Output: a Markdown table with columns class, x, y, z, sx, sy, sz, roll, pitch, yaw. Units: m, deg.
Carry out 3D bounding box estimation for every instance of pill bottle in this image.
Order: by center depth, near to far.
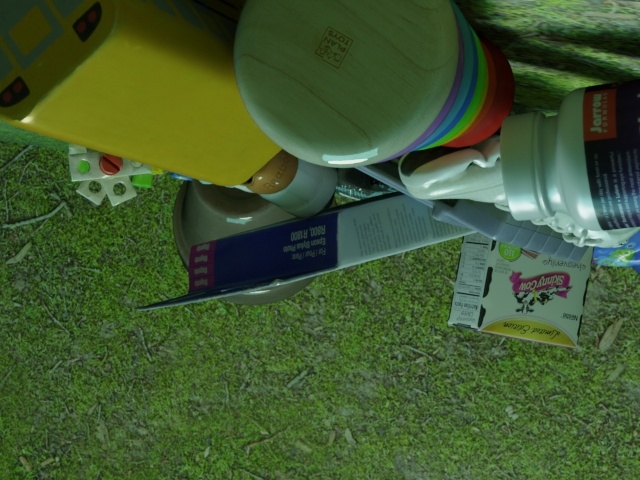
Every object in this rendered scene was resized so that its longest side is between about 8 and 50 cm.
| class | x | y | z | sx | sy | sz | roll | pitch | yaw |
| --- | --- | --- | --- | --- | --- | --- | --- | --- | --- |
| pill bottle | 0.234 | -0.064 | 1.137 | 0.193 | 0.108 | 0.108 | -6 | 173 | 18 |

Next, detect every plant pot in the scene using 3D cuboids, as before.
| class | x | y | z | sx | sy | sz | roll | pitch | yaw |
| --- | --- | --- | --- | --- | --- | --- | --- | --- | --- |
| plant pot | -0.109 | -0.059 | 2.357 | 0.263 | 0.263 | 0.229 | 10 | 161 | 9 |

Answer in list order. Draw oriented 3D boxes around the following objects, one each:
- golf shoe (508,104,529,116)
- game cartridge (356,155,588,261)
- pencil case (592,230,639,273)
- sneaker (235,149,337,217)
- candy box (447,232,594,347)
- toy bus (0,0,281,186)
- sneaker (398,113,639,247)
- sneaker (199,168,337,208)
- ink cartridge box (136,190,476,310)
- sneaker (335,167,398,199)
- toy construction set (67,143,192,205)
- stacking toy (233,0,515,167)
| class | x | y | z | sx | sy | sz | roll | pitch | yaw |
| --- | --- | --- | --- | --- | --- | --- | --- | --- | --- |
| golf shoe | 0.148 | -0.118 | 1.557 | 0.176 | 0.069 | 0.086 | 21 | -176 | -39 |
| game cartridge | 0.076 | -0.079 | 1.513 | 0.355 | 0.068 | 0.230 | 29 | -176 | 29 |
| pencil case | 0.331 | -0.035 | 2.092 | 0.306 | 0.119 | 0.133 | 11 | 168 | -17 |
| sneaker | -0.110 | -0.124 | 1.651 | 0.290 | 0.106 | 0.123 | 29 | -177 | 42 |
| candy box | 0.257 | 0.006 | 1.928 | 0.159 | 0.233 | 0.071 | 11 | 179 | -30 |
| toy bus | -0.104 | -0.121 | 1.026 | 0.130 | 0.108 | 0.333 | 54 | -164 | 20 |
| sneaker | 0.205 | -0.046 | 1.285 | 0.292 | 0.118 | 0.110 | -5 | -165 | -19 |
| sneaker | -0.078 | -0.112 | 1.874 | 0.208 | 0.127 | 0.319 | 9 | 178 | 0 |
| ink cartridge box | 0.000 | 0.000 | 1.736 | 0.330 | 0.071 | 0.324 | -12 | 180 | -34 |
| sneaker | 0.122 | -0.092 | 2.230 | 0.234 | 0.078 | 0.106 | 6 | 176 | 0 |
| toy construction set | -0.256 | -0.135 | 2.095 | 0.215 | 0.151 | 0.328 | 11 | -171 | -14 |
| stacking toy | 0.059 | -0.117 | 1.079 | 0.141 | 0.141 | 0.330 | 10 | -176 | 17 |
